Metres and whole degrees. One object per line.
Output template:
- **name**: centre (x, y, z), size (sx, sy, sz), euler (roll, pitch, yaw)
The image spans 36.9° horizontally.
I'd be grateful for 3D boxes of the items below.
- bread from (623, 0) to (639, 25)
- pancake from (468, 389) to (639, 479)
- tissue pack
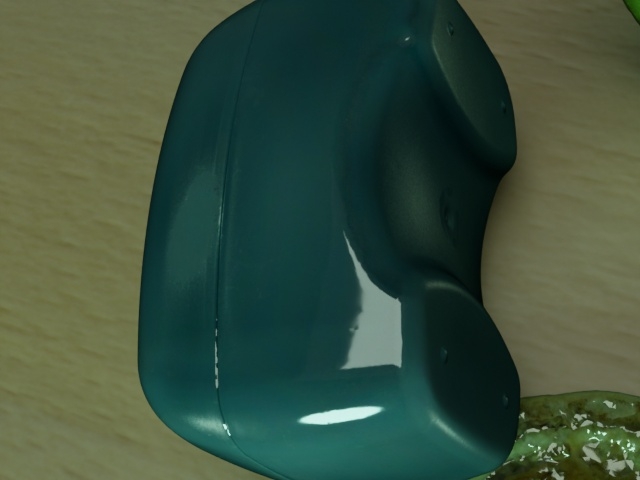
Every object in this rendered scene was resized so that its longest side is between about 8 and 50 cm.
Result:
- **bread**: centre (0.320, -0.166, 0.461), size (0.382, 0.366, 0.129), euler (28, 79, 0)
- **pancake**: centre (0.150, 0.201, 0.545), size (0.254, 0.037, 0.253), euler (-4, 70, 10)
- **tissue pack**: centre (0.000, 0.000, 0.571), size (0.206, 0.198, 0.287), euler (-10, 64, 26)
